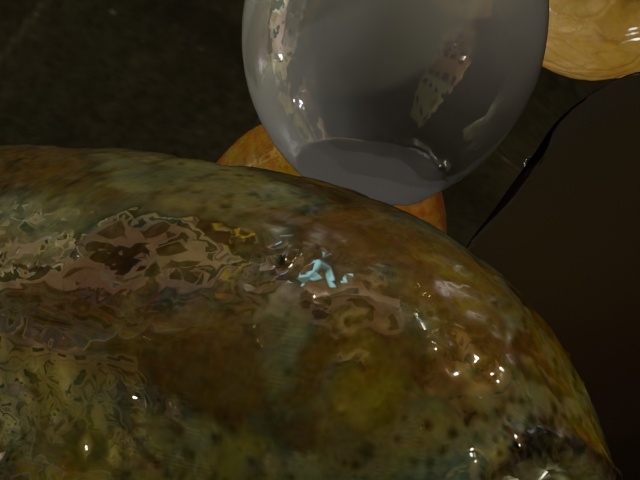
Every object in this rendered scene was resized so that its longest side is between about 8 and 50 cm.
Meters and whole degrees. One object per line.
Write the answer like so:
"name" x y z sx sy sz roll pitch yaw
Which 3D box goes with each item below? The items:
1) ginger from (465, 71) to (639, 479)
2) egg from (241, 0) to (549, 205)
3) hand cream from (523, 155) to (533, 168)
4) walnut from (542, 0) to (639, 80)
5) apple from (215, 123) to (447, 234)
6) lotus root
"ginger" 0.210 0.121 0.928 0.358 0.211 0.413 4 65 25
"egg" 0.046 -0.137 1.042 0.176 0.176 0.231 11 64 14
"hand cream" 0.317 -0.065 1.562 0.271 0.061 0.120 -23 101 24
"walnut" 0.199 -0.175 1.188 0.180 0.144 0.144 3 87 27
"apple" 0.000 0.000 1.772 0.264 0.264 0.264 -1 87 14
"lotus root" -0.040 0.088 0.745 0.346 0.250 0.250 14 90 41
